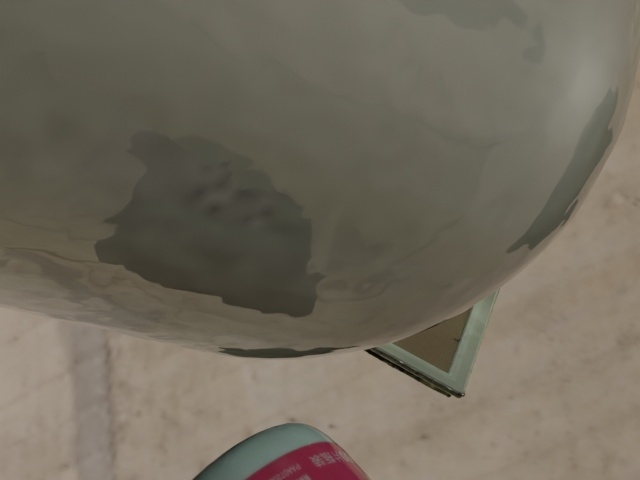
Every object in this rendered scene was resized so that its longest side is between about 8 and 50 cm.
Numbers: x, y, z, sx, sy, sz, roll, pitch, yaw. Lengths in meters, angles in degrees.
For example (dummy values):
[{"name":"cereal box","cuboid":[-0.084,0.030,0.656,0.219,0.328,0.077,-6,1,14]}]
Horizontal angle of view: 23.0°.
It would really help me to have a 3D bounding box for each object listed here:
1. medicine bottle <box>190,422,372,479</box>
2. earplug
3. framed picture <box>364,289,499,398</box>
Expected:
[{"name":"medicine bottle","cuboid":[0.033,0.166,0.538,0.216,0.090,0.090,46,-72,25]},{"name":"earplug","cuboid":[-0.063,-0.112,0.611,0.313,0.394,0.312,-22,-121,42]},{"name":"framed picture","cuboid":[0.000,0.000,1.127,0.274,0.217,0.017,29,-61,3]}]
